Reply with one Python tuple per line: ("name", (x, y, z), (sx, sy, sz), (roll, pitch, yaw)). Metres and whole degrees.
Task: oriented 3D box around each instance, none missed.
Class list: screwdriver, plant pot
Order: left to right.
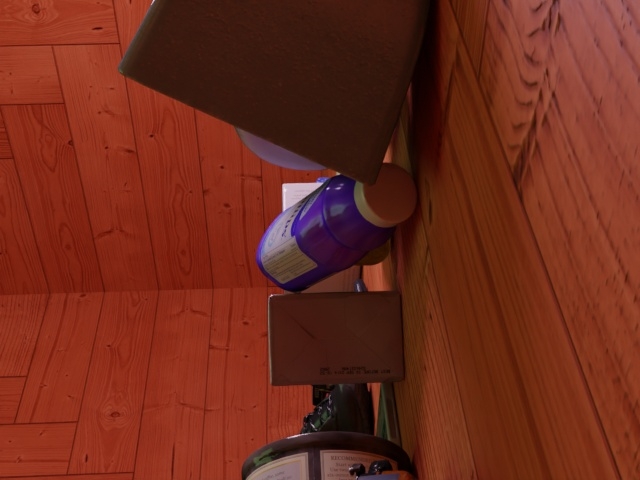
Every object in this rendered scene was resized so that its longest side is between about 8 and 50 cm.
("plant pot", (-0.016, -0.227, 0.870), (0.248, 0.247, 0.252), (-101, 35, -79))
("screwdriver", (0.075, 0.122, 1.553), (0.170, 0.025, 0.024), (-93, 2, -57))

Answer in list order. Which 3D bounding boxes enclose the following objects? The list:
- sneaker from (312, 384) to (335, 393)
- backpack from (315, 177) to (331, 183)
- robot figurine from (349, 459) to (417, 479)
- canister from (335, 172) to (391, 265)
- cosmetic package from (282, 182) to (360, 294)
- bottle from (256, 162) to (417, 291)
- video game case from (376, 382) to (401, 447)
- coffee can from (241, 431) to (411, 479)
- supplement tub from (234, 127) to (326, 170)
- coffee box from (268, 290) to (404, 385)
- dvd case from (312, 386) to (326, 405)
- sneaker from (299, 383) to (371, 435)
("sneaker", (0.034, 0.258, 1.849), (0.275, 0.107, 0.110), (97, 180, -77))
("backpack", (0.010, -0.099, 2.215), (0.120, 0.101, 0.098), (82, -168, -75))
("robot figurine", (0.060, 0.274, 0.694), (0.291, 0.085, 0.211), (55, -149, -69))
("canister", (0.056, -0.048, 1.255), (0.170, 0.073, 0.126), (-94, 2, -75))
("cosmetic package", (0.000, 0.000, 1.786), (0.151, 0.151, 0.184), (90, 178, -56))
("bottle", (0.016, -0.017, 1.051), (0.118, 0.092, 0.283), (-55, 11, -25))
("video game case", (0.094, 0.296, 1.233), (0.143, 0.019, 0.157), (-95, 4, -51))
("coffee can", (0.012, 0.379, 0.981), (0.201, 0.201, 0.275), (91, 177, -52))
("supplement tub", (-0.015, -0.277, 1.169), (0.207, 0.207, 0.338), (91, 176, -55))
("coffee box", (0.014, 0.134, 1.246), (0.297, 0.168, 0.119), (111, 157, -84))
("dvd case", (0.024, 0.238, 2.071), (0.179, 0.029, 0.239), (90, -166, -45))
("sneaker", (0.027, 0.338, 1.634), (0.109, 0.130, 0.286), (-91, 2, -45))
